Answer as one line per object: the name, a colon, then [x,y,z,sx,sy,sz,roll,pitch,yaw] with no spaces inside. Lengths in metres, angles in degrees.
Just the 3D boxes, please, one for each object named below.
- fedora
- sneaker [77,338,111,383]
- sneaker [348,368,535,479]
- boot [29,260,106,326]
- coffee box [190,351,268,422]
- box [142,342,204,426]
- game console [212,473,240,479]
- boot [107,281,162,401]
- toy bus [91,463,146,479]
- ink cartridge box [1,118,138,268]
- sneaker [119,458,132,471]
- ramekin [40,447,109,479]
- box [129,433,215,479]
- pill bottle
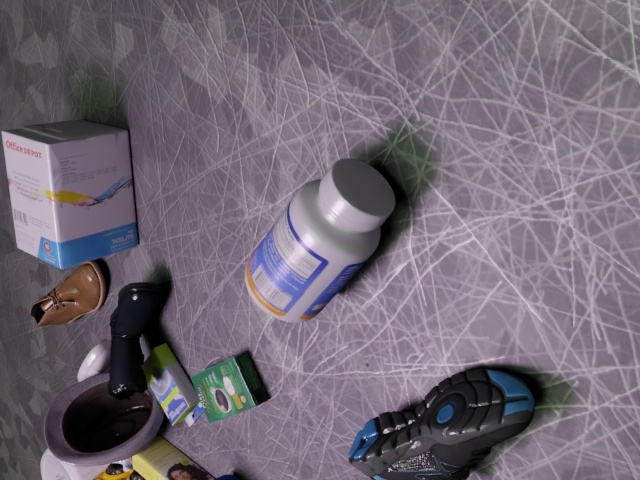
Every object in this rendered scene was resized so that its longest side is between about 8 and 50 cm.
fedora: [-0.495,0.438,1.728,0.244,0.275,0.124,54,160,39]
sneaker: [-0.544,0.371,1.854,0.123,0.106,0.290,31,128,10]
sneaker: [0.201,0.303,1.119,0.139,0.125,0.340,44,133,-13]
boot: [-0.634,0.148,1.835,0.305,0.115,0.112,-37,76,43]
coffee box: [-0.193,0.308,1.522,0.184,0.040,0.113,-32,81,44]
box: [-0.339,0.337,1.671,0.178,0.042,0.109,55,134,16]
game console: [-0.202,0.664,1.486,0.293,0.250,0.173,38,114,28]
boot: [-0.409,0.228,1.611,0.246,0.094,0.207,-45,46,49]
toy bus: [-0.516,0.663,1.834,0.220,0.211,0.150,0,103,42]
ink cartridge box: [-0.545,-0.111,1.598,0.198,0.197,0.270,18,116,39]
sneaker: [-0.557,0.499,1.824,0.228,0.092,0.087,19,141,2]
ramekin: [-0.670,0.666,2.039,0.272,0.127,0.273,17,116,39]
box: [-0.350,0.549,1.725,0.232,0.087,0.058,22,121,36]
pill bottle: [0.000,0.000,1.154,0.152,0.152,0.272,53,132,16]
